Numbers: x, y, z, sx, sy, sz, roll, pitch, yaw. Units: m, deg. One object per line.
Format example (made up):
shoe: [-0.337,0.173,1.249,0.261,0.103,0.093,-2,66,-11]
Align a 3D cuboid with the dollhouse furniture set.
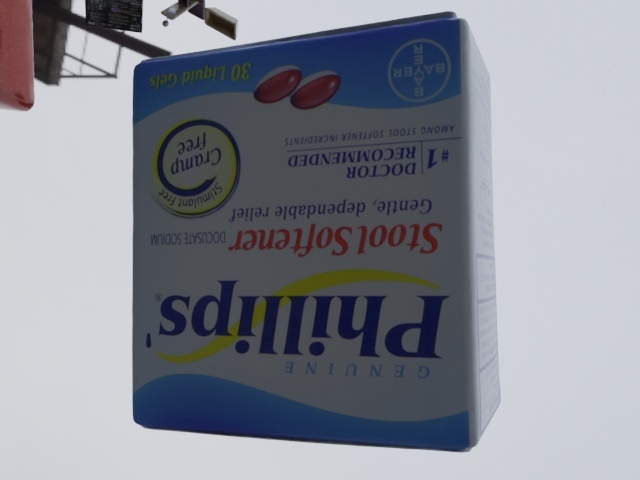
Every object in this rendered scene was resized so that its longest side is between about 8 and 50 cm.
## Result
dollhouse furniture set: [-0.190,-0.355,1.050,0.114,0.081,0.091,32,-34,15]

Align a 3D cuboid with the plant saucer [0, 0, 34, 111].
plant saucer: [-0.403,-0.254,0.614,0.258,0.048,0.259,6,-67,-7]

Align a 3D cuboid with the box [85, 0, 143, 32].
box: [-0.307,-0.348,1.005,0.083,0.018,0.067,4,-44,-12]

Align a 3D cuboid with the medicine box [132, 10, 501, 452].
medicine box: [0.000,0.000,0.540,0.263,0.149,0.289,-2,-94,20]
